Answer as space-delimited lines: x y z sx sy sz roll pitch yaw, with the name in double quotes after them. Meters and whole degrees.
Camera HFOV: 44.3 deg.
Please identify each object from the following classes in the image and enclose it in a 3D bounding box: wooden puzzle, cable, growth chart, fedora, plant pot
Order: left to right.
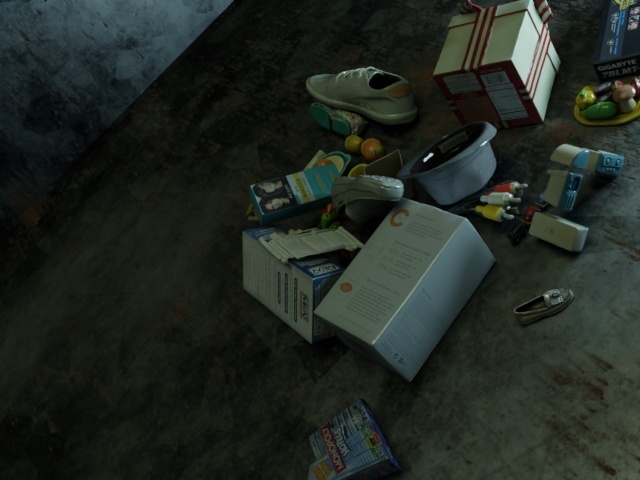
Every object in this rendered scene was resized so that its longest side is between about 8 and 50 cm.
-0.184 -0.092 2.386 0.116 0.014 0.079 -6 51 37 "wooden puzzle"
-0.022 0.006 1.931 0.237 0.021 0.172 -9 26 -17 "growth chart"
0.187 -0.151 2.060 0.109 0.096 0.109 -25 41 19 "plant pot"
0.326 -0.174 1.908 0.243 0.124 0.275 -14 24 48 "fedora"
0.365 -0.098 1.878 0.287 0.072 0.139 4 51 43 "cable"

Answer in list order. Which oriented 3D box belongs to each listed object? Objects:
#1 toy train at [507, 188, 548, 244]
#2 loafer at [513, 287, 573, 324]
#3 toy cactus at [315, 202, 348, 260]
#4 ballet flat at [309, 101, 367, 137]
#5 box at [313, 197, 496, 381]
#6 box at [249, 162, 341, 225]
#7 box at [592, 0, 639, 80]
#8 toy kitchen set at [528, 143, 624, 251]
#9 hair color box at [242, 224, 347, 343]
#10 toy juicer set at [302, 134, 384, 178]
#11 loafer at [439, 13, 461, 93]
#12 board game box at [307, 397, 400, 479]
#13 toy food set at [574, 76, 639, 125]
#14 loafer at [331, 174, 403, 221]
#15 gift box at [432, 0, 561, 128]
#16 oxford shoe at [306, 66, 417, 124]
0.476 -0.058 1.773 0.158 0.036 0.027 -49 39 -9 "toy train"
0.455 0.131 1.609 0.125 0.039 0.045 -31 39 14 "loafer"
0.000 0.000 2.095 0.180 0.112 0.219 -29 39 46 "toy cactus"
0.058 -0.370 2.407 0.077 0.091 0.241 -22 36 -25 "ballet flat"
0.189 0.103 1.760 0.345 0.168 0.215 -52 39 -12 "box"
-0.060 -0.125 2.103 0.244 0.060 0.101 -17 64 -16 "box"
0.829 -0.535 1.899 0.293 0.073 0.296 -5 52 39 "box"
0.576 -0.090 1.701 0.122 0.166 0.207 32 114 51 "toy kitchen set"
-0.071 0.099 1.968 0.105 0.174 0.347 -13 27 -30 "hair color box"
0.036 -0.227 2.267 0.328 0.089 0.209 -2 53 40 "toy juicer set"
0.404 -0.515 2.243 0.109 0.095 0.303 8 61 18 "loafer"
0.042 0.449 1.645 0.194 0.060 0.194 -37 38 5 "board game box"
0.688 -0.338 1.830 0.217 0.071 0.128 3 56 42 "toy food set"
0.111 -0.100 1.910 0.319 0.112 0.112 -174 89 -72 "loafer"
0.455 -0.464 1.994 0.255 0.276 0.258 0 53 34 "gift box"
0.119 -0.458 2.344 0.169 0.130 0.449 -25 33 -29 "oxford shoe"
